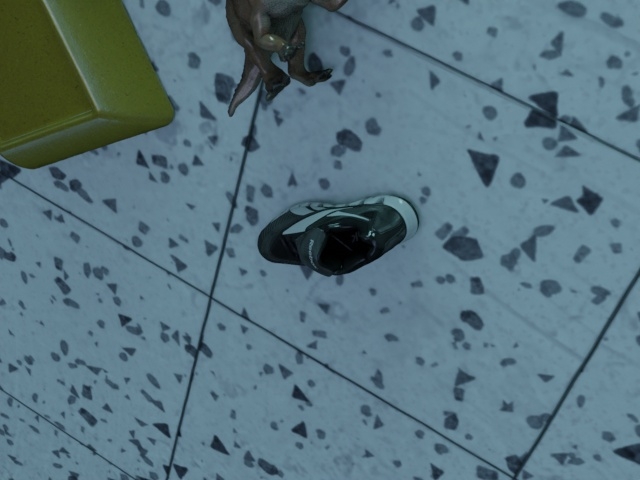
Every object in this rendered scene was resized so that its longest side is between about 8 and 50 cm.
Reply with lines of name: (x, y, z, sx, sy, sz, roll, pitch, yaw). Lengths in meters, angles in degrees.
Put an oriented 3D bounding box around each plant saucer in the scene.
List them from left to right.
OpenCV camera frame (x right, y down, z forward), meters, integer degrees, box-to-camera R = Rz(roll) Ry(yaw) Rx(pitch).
plant saucer: (-0.402, -0.262, 1.313, 0.333, 0.081, 0.332, -12, 110, 37)

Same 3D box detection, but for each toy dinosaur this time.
toy dinosaur: (-0.066, -0.277, 1.072, 0.200, 0.127, 0.295, 48, 148, 12)

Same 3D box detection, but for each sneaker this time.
sneaker: (0.000, 0.000, 1.197, 0.234, 0.106, 0.078, -8, 112, 36)
